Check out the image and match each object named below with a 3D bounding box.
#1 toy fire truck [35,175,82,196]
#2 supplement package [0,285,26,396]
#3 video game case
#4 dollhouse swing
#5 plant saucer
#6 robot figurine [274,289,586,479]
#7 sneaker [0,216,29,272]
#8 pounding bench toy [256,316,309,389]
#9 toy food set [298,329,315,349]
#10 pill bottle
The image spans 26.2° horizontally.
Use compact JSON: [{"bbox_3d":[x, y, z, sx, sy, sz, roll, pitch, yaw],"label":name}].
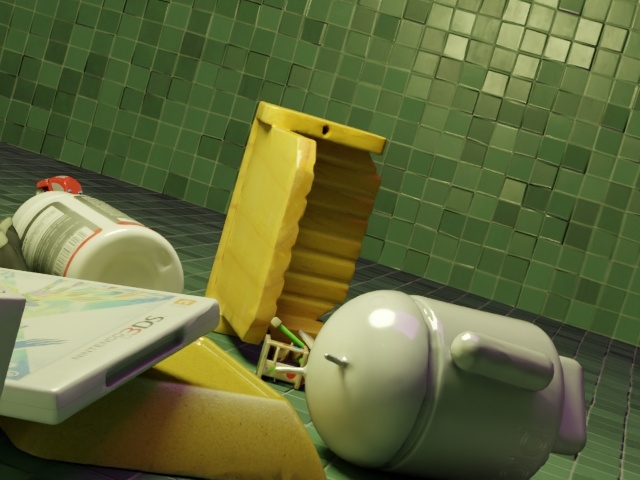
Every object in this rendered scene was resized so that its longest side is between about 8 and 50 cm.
[{"bbox_3d":[-0.377,-0.016,2.183,0.135,0.192,0.047,-12,-8,25],"label":"toy fire truck"},{"bbox_3d":[-0.380,0.087,0.936,0.262,0.198,0.199,21,8,34],"label":"supplement package"},{"bbox_3d":[-0.309,0.087,1.320,0.329,0.036,0.300,7,15,22],"label":"video game case"},{"bbox_3d":[0.000,0.000,2.043,0.315,0.347,0.305,13,6,-32],"label":"dollhouse swing"},{"bbox_3d":[-0.190,0.151,1.442,0.332,0.081,0.333,12,7,-29],"label":"plant saucer"},{"bbox_3d":[0.133,0.169,1.555,0.353,0.200,0.300,14,-30,-24],"label":"robot figurine"},{"bbox_3d":[-0.399,0.045,1.717,0.083,0.118,0.222,-27,12,-5],"label":"sneaker"},{"bbox_3d":[-0.044,0.148,1.835,0.065,0.083,0.052,15,6,-5],"label":"pounding bench toy"},{"bbox_3d":[0.083,0.161,1.870,0.218,0.071,0.128,32,2,-7],"label":"toy food set"},{"bbox_3d":[-0.310,0.029,1.838,0.161,0.161,0.283,13,7,-32],"label":"pill bottle"}]
